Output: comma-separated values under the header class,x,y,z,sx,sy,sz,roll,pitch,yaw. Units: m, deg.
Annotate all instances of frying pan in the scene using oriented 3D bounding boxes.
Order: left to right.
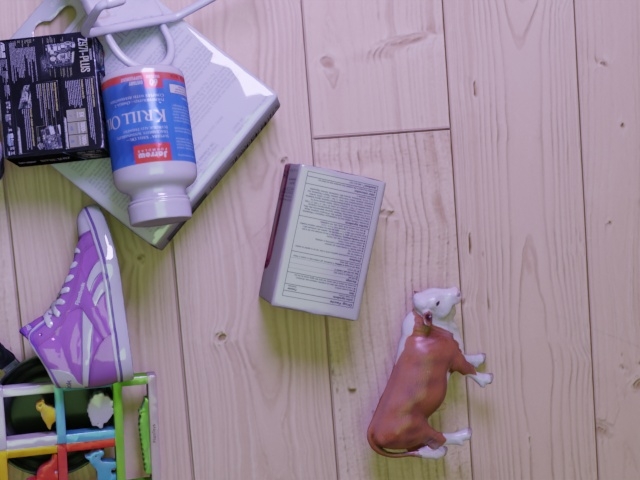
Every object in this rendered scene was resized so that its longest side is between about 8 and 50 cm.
class,x,y,z,sx,sy,sz,roll,pitch,yaw
frying pan,-0.478,0.242,1.530,0.326,0.053,0.197,30,86,-15

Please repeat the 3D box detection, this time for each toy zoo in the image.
class,x,y,z,sx,sy,sz,roll,pitch,yaw
toy zoo,-0.400,0.312,1.523,0.293,0.030,0.192,-4,97,-17

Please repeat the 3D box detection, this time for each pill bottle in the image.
class,x,y,z,sx,sy,sz,roll,pitch,yaw
pill bottle,-0.247,-0.135,1.431,0.124,0.124,0.221,-8,85,-14

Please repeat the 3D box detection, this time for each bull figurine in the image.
class,x,y,z,sx,sy,sz,roll,pitch,yaw
bull figurine,0.191,0.233,1.676,0.188,0.101,0.310,26,87,-16

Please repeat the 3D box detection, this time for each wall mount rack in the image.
class,x,y,z,sx,sy,sz,roll,pitch,yaw
wall mount rack,-0.264,-0.437,1.468,0.304,0.130,0.350,-24,82,-40

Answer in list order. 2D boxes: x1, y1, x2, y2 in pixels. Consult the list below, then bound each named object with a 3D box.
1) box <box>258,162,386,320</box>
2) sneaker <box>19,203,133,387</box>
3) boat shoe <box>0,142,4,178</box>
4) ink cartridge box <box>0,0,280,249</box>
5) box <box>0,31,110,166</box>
class,x,y,z,sx,sy,sz,roll,pitch,yaw
box,0.000,0.000,1.596,0.149,0.127,0.232,12,92,-15
sneaker,-0.383,0.087,1.496,0.161,0.102,0.282,-7,79,-13
boat shoe,-0.581,-0.196,1.447,0.301,0.102,0.108,39,73,8
ink cartridge box,-0.306,-0.220,1.544,0.385,0.091,0.308,38,85,3
box,-0.396,-0.210,1.456,0.147,0.077,0.180,-7,85,-2
